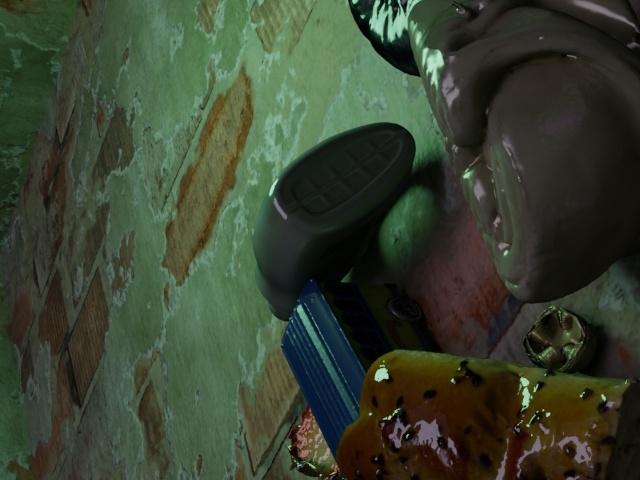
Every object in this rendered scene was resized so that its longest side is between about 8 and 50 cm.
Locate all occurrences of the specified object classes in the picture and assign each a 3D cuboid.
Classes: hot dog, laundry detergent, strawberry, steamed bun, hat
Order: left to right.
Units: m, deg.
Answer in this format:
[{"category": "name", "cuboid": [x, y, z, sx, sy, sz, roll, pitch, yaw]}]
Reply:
[{"category": "laundry detergent", "cuboid": [0.000, 0.000, 1.794, 0.125, 0.264, 0.398, 45, 151, 14]}, {"category": "strawberry", "cuboid": [0.043, 0.278, 1.805, 0.167, 0.087, 0.208, 20, 84, 49]}, {"category": "hot dog", "cuboid": [0.166, 0.298, 1.326, 0.365, 0.196, 0.367, 9, 88, 44]}, {"category": "steamed bun", "cuboid": [0.257, -0.124, 1.255, 0.368, 0.255, 0.342, -85, -30, -66]}, {"category": "hat", "cuboid": [0.286, 0.121, 1.388, 0.076, 0.059, 0.077, -60, 39, 10]}]

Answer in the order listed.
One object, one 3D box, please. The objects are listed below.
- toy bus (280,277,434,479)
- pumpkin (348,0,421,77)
[{"category": "toy bus", "cuboid": [0.074, 0.190, 1.646, 0.138, 0.175, 0.288, -66, 33, 30]}, {"category": "pumpkin", "cuboid": [0.174, -0.356, 1.500, 0.315, 0.238, 0.315, 45, 143, 51]}]
